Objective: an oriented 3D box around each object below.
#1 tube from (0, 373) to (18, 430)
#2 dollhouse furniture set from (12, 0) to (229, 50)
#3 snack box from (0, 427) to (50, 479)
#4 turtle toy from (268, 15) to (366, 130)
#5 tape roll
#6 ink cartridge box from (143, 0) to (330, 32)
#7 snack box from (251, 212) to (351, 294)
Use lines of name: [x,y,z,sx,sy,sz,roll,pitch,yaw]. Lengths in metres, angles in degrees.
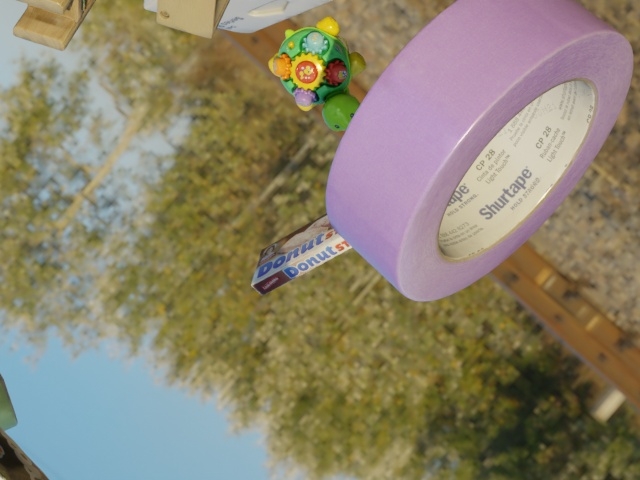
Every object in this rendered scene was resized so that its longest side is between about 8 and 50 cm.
tube: [-0.392,0.185,1.090,0.070,0.240,0.062,66,160,9]
dollhouse furniture set: [-0.168,-0.270,0.917,0.242,0.161,0.212,17,141,3]
snack box: [-0.279,0.200,0.825,0.322,0.187,0.060,54,-175,-23]
turtle toy: [0.001,-0.179,1.357,0.130,0.095,0.066,52,-158,-7]
tape roll: [0.134,-0.081,1.022,0.090,0.275,0.275,43,-178,24]
ink cartridge box: [-0.062,-0.360,1.138,0.121,0.289,0.211,7,172,-31]
snack box: [0.000,0.000,1.355,0.022,0.178,0.064,45,-146,-25]
